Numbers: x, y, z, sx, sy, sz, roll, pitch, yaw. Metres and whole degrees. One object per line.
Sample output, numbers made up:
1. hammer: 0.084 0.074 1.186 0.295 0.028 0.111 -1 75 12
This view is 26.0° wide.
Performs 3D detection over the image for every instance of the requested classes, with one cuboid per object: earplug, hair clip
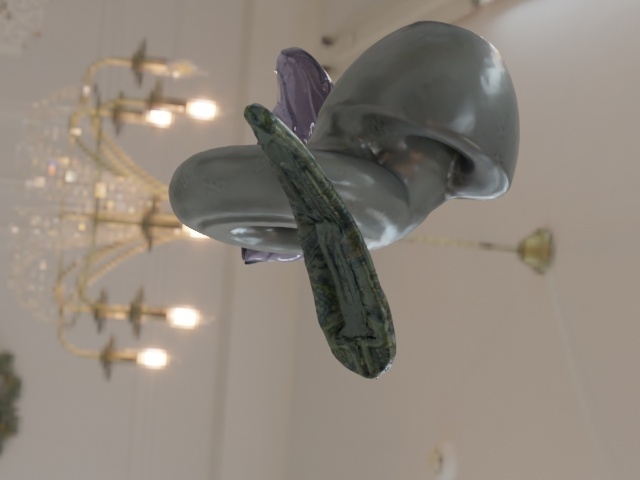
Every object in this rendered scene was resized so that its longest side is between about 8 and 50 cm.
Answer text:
1. earplug: 0.026 -0.076 1.230 0.214 0.325 0.175 124 -58 -79
2. hair clip: 0.002 -0.001 0.979 0.066 0.036 0.229 4 -53 44

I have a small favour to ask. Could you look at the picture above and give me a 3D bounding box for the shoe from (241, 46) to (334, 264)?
1. shoe: -0.039 -0.086 1.530 0.095 0.137 0.245 -149 -133 -69
